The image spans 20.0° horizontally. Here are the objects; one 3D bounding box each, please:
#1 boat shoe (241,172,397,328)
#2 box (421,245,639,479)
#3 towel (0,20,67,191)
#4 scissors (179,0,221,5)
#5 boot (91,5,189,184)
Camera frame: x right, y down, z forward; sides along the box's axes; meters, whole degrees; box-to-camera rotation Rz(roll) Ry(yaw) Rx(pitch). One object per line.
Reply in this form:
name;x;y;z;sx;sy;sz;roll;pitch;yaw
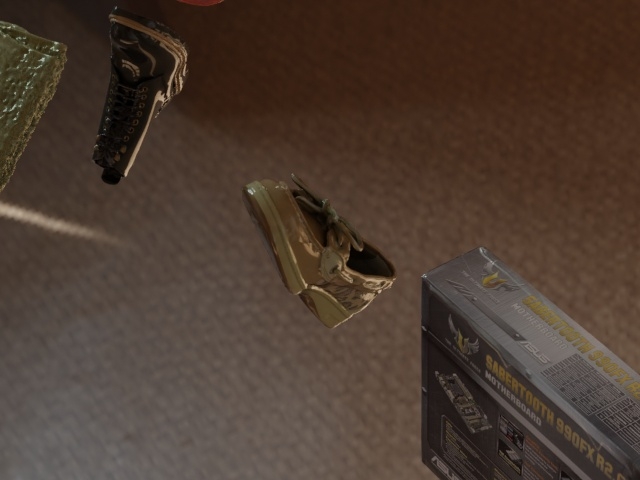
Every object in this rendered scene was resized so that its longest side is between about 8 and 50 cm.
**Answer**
boat shoe;0.000;0.000;1.707;0.089;0.285;0.105;-27;70;5
box;0.154;0.139;1.196;0.056;0.183;0.231;-24;43;-25
towel;-0.256;-0.094;1.354;0.110;0.027;0.148;23;83;29
scissors;-0.189;-0.264;1.330;0.297;0.109;0.021;21;31;-10
boot;-0.186;-0.136;1.763;0.076;0.198;0.137;24;79;13
